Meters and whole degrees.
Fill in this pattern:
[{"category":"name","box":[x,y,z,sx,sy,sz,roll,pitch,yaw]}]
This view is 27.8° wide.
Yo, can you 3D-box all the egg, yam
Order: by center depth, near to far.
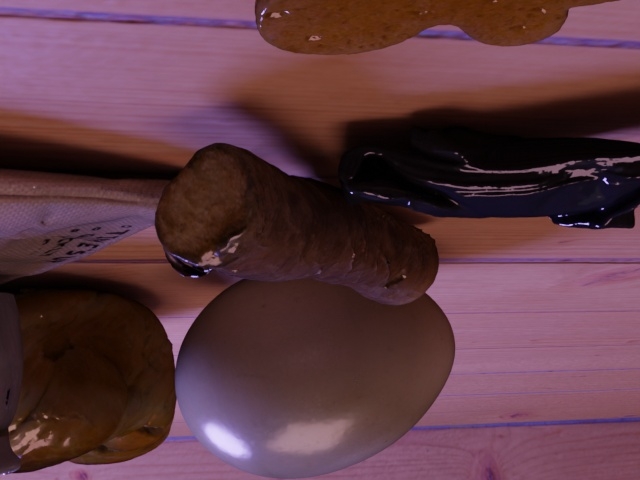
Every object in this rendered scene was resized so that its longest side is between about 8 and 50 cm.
[{"category":"yam","box":[0.000,0.000,0.900,0.081,0.081,0.357,-10,168,22]},{"category":"egg","box":[-0.005,0.112,1.148,0.254,0.188,0.188,-15,164,14]}]

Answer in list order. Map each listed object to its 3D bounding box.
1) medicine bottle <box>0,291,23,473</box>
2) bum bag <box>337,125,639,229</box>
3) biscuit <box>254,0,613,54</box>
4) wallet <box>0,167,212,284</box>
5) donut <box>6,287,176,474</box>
[{"category":"medicine bottle","box":[-0.296,0.111,0.965,0.147,0.143,0.147,-3,177,0]},{"category":"bum bag","box":[0.135,-0.039,0.824,0.248,0.060,0.123,3,176,12]},{"category":"biscuit","box":[0.083,-0.124,0.540,0.240,0.035,0.158,-10,163,19]},{"category":"wallet","box":[-0.260,0.004,0.888,0.335,0.068,0.275,-15,165,41]},{"category":"donut","box":[-0.306,0.143,1.233,0.361,0.170,0.360,-5,168,-1]}]
